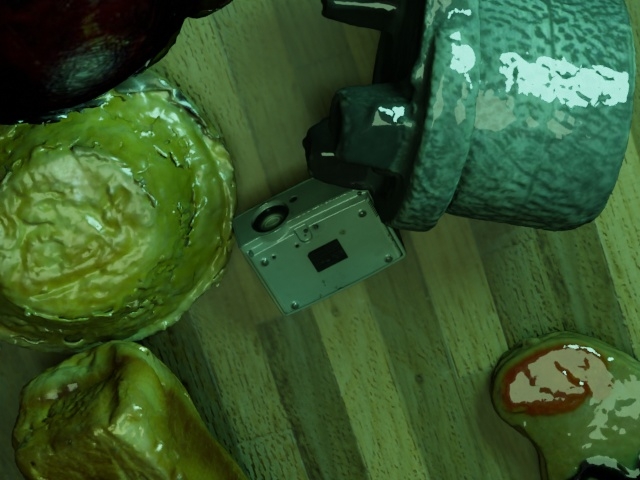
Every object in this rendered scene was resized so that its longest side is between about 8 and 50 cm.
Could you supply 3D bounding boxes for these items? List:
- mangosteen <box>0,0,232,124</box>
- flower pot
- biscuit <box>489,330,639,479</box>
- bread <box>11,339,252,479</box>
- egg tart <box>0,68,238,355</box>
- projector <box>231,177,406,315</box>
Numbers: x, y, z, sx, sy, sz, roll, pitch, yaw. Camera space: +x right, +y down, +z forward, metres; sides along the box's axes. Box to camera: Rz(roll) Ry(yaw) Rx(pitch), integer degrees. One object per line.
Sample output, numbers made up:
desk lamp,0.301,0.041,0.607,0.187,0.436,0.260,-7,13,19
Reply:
mangosteen,-0.265,-0.297,1.771,0.381,0.421,0.381,6,104,26
flower pot,0.137,-0.158,1.848,0.282,0.299,0.299,6,106,-7
biscuit,0.380,0.277,2.077,0.368,0.076,0.394,-7,106,3
bread,-0.173,0.268,2.028,0.195,0.149,0.344,-22,118,20
egg tart,-0.249,-0.023,1.968,0.341,0.132,0.341,0,105,-1
projector,0.000,0.000,1.987,0.147,0.061,0.115,-27,127,6
